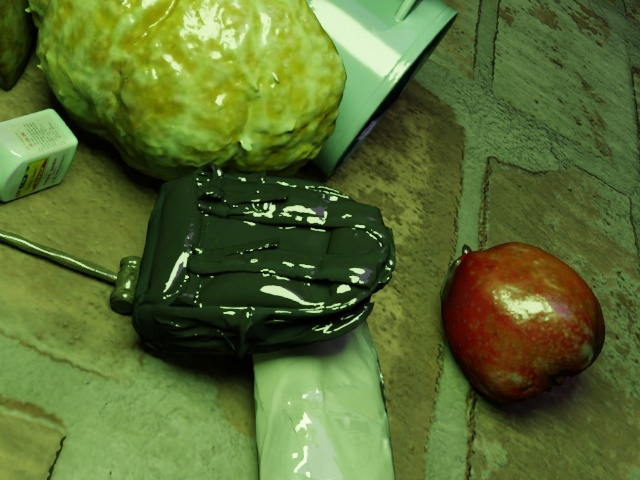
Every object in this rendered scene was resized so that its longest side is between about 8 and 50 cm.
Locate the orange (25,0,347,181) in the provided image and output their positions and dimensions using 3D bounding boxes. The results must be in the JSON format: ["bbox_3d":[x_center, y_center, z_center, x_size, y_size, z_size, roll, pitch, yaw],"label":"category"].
[{"bbox_3d":[-0.163,-0.184,0.928,0.369,0.271,0.210,36,56,-1],"label":"orange"}]

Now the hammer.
[{"bbox_3d":[-0.310,-0.004,0.852,0.292,0.029,0.058,22,44,-16],"label":"hammer"}]

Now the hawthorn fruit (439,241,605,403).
[{"bbox_3d":[0.227,0.087,1.045,0.185,0.185,0.202,-20,64,-43],"label":"hawthorn fruit"}]

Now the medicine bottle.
[{"bbox_3d":[-0.308,-0.079,0.873,0.118,0.074,0.055,-28,75,-46],"label":"medicine bottle"}]

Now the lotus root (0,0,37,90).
[{"bbox_3d":[-0.372,-0.316,0.960,0.142,0.210,0.314,7,65,-16],"label":"lotus root"}]

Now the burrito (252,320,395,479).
[{"bbox_3d":[-0.003,0.154,0.881,0.139,0.101,0.445,10,51,-23],"label":"burrito"}]

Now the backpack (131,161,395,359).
[{"bbox_3d":[-0.056,0.019,0.850,0.258,0.133,0.206,1,55,8],"label":"backpack"}]

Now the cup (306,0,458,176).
[{"bbox_3d":[-0.028,-0.277,1.063,0.311,0.331,0.257,38,84,1],"label":"cup"}]
